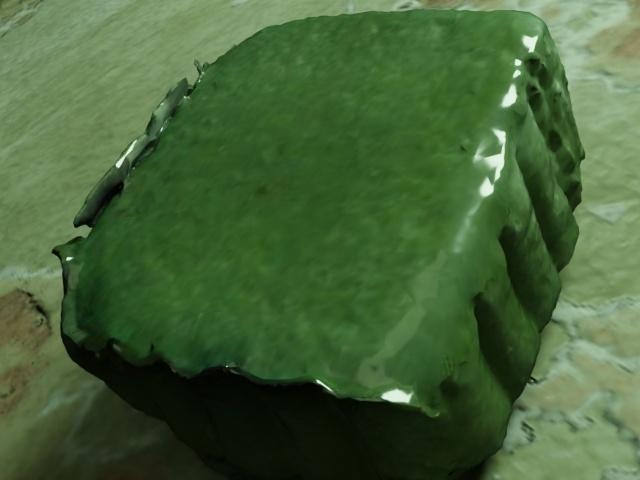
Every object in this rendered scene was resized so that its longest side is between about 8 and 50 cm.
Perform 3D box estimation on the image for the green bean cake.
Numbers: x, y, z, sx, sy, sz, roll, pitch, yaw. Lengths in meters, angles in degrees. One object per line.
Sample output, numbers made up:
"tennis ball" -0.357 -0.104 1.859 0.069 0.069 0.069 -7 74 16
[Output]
"green bean cake" 0.000 0.000 0.468 0.223 0.125 0.227 8 54 33
